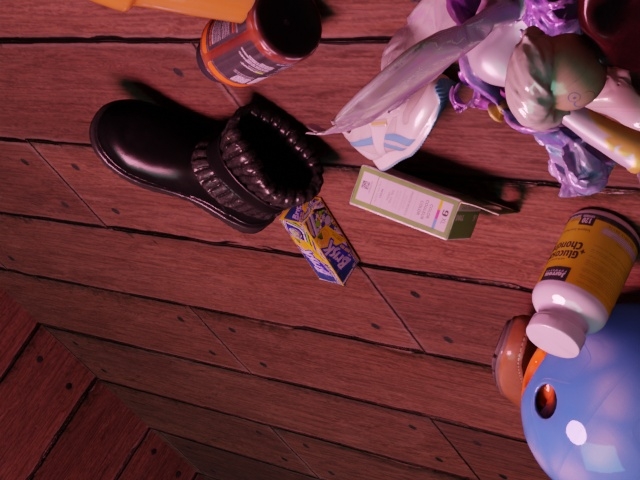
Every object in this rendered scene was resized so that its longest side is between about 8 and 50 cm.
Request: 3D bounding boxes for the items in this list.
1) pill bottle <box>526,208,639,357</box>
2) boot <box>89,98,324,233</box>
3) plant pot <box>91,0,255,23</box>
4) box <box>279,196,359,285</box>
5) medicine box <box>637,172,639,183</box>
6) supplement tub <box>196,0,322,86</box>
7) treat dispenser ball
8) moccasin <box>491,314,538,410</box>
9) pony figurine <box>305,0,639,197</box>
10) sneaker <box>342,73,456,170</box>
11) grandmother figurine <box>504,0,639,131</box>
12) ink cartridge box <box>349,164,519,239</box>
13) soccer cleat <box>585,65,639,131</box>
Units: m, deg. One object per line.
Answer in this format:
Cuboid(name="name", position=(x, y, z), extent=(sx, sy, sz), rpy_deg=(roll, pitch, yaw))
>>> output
Cuboid(name="pill bottle", position=(0.339, 0.057, 1.675), extent=(0.103, 0.184, 0.103), rpy_deg=(25, 155, 13))
Cuboid(name="boot", position=(-0.175, -0.140, 1.956), extent=(0.347, 0.131, 0.260), rpy_deg=(24, 164, -10))
Cuboid(name="plant pot", position=(-0.156, -0.347, 1.499), extent=(0.187, 0.205, 0.205), rpy_deg=(20, 158, -12))
Cuboid(name="box", position=(0.000, 0.000, 2.111), extent=(0.054, 0.059, 0.169), rpy_deg=(14, 150, 38))
Cuboid(name="medicine box", position=(0.475, -0.013, 1.261), extent=(0.289, 0.149, 0.263), rpy_deg=(33, -160, -1))
Cuboid(name="supplement tub", position=(-0.089, -0.260, 1.667), extent=(0.106, 0.106, 0.198), rpy_deg=(41, 154, -21))
Cuboid(name="treat dispenser ball", position=(0.423, 0.230, 1.779), extent=(0.288, 0.288, 0.288), rpy_deg=(26, 155, 13))
Cuboid(name="moccasin", position=(0.380, 0.238, 2.026), extent=(0.147, 0.139, 0.380), rpy_deg=(10, 148, 37))
Cuboid(name="pony figurine", position=(0.192, -0.206, 1.309), extent=(0.363, 0.303, 0.351), rpy_deg=(38, 123, -7))
Cuboid(name="sneaker", position=(0.096, -0.162, 1.664), extent=(0.092, 0.087, 0.228), rpy_deg=(37, 153, -9))
Cuboid(name="grandmother figurine", position=(0.300, -0.207, 1.101), extent=(0.342, 0.104, 0.207), rpy_deg=(-34, 134, 27))
Cuboid(name="ink cartridge box", position=(0.158, -0.044, 1.784), extent=(0.209, 0.062, 0.109), rpy_deg=(21, -171, 22))
Cuboid(name="soccer cleat", position=(0.314, -0.171, 1.429), extent=(0.196, 0.068, 0.076), rpy_deg=(23, 140, 15))
